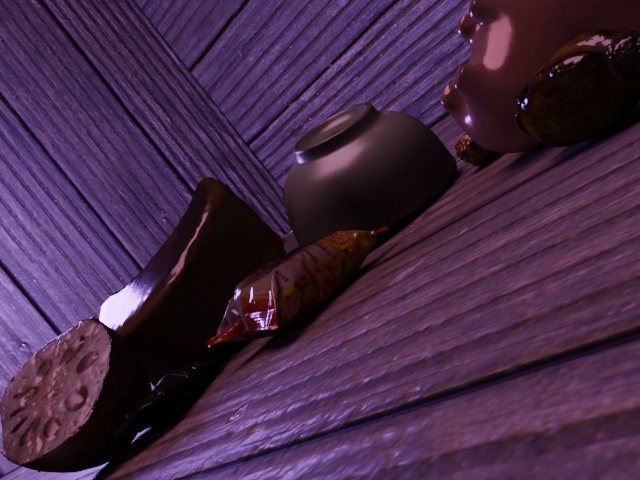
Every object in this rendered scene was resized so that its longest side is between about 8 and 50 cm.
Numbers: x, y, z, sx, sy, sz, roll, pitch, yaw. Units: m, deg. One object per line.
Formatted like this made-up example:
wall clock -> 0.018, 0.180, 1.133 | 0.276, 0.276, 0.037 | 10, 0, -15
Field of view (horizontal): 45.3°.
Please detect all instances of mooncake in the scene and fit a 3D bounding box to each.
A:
mooncake -> -0.261, 0.100, 1.558 | 0.394, 0.246, 0.393 | -28, 29, 48

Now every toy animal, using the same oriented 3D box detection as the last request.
toy animal -> 0.330, -0.273, 1.110 | 0.237, 0.269, 0.326 | 163, 126, -80

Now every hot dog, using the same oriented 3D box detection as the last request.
hot dog -> 0.342, -0.224, 1.353 | 0.269, 0.072, 0.115 | -41, 6, -13

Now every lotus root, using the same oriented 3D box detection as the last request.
lotus root -> 0.308, -0.176, 0.889 | 0.120, 0.120, 0.209 | -40, 3, -26
lotus root -> -0.409, 0.287, 1.327 | 0.272, 0.192, 0.272 | -15, 49, 18

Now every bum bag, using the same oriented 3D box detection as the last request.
bum bag -> -0.248, 0.257, 1.282 | 0.123, 0.060, 0.248 | -35, 3, 19

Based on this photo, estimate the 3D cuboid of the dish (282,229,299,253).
dish -> 0.000, 0.000, 1.711 | 0.260, 0.085, 0.260 | -36, 10, 7

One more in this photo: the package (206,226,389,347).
package -> -0.040, 0.068, 1.238 | 0.288, 0.108, 0.223 | -38, 5, -37

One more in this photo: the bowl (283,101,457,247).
bowl -> 0.066, -0.142, 1.473 | 0.354, 0.185, 0.354 | -29, 19, 11
